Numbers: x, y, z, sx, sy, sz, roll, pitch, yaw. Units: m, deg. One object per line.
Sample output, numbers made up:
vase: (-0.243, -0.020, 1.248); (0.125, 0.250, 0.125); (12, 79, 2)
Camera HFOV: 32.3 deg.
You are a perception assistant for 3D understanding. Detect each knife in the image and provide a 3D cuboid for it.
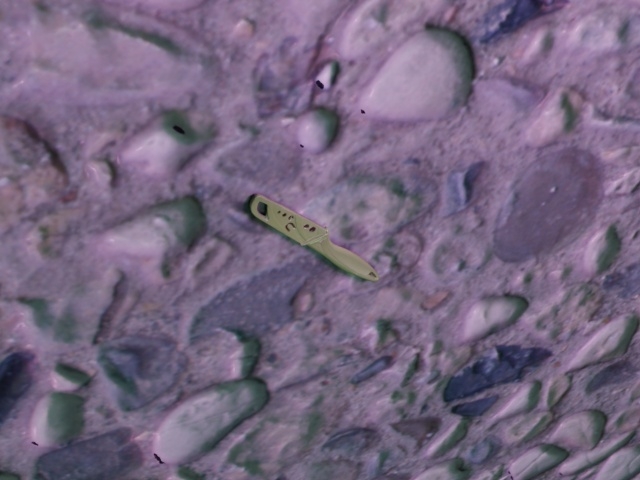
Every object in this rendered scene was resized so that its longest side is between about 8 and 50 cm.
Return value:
knife: (0.000, 0.000, 1.083); (0.030, 0.014, 0.207); (-41, 137, 18)
